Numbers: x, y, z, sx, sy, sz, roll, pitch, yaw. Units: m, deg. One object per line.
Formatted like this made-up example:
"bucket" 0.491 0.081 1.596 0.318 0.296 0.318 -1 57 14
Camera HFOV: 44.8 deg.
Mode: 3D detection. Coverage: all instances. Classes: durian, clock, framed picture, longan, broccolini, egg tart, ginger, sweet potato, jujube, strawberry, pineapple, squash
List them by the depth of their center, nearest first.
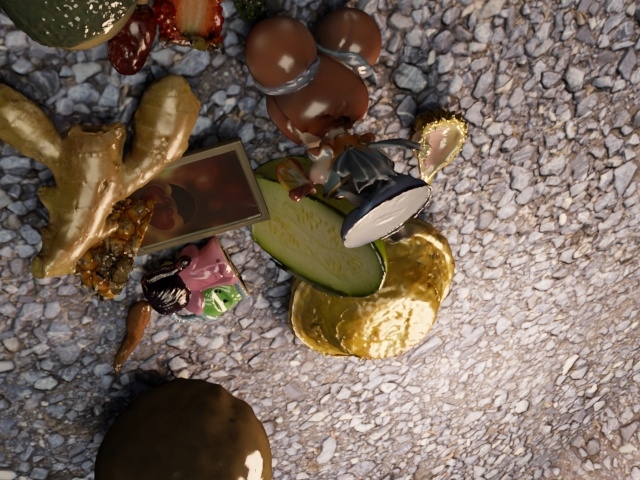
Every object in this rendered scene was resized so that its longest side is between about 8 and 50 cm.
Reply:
"strawberry" -0.220 -0.418 1.291 0.167 0.087 0.208 -10 109 -63
"jujube" -0.317 -0.338 1.310 0.077 0.077 0.129 0 131 -26
"broccolini" -0.105 -0.381 1.389 0.074 0.058 0.201 -20 132 -1
"ginger" -0.390 -0.121 1.398 0.363 0.122 0.348 -12 117 -26
"pineapple" -0.427 0.036 1.497 0.140 0.164 0.250 22 129 -18
"framed picture" -0.265 -0.081 1.538 0.290 0.020 0.211 -16 134 3
"squash" 0.000 0.000 1.577 0.210 0.309 0.233 -12 131 -17
"clock" -0.270 0.101 1.672 0.195 0.100 0.194 -26 135 -3
"durian" 0.241 -0.206 1.697 0.140 0.078 0.224 -21 145 -27
"sweet potato" -0.418 0.208 1.721 0.050 0.050 0.214 7 126 -31
"longan" -0.321 0.544 1.802 0.404 0.404 0.436 21 117 -37
"egg tart" 0.136 0.146 1.855 0.443 0.178 0.443 -13 132 -15

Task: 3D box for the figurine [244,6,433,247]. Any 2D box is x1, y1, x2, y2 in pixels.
"figurine" 0.030 -0.208 1.392 0.277 0.388 0.248 -17 157 -36

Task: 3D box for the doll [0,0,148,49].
"doll" -0.394 -0.443 1.095 0.247 0.247 0.349 -35 131 4
